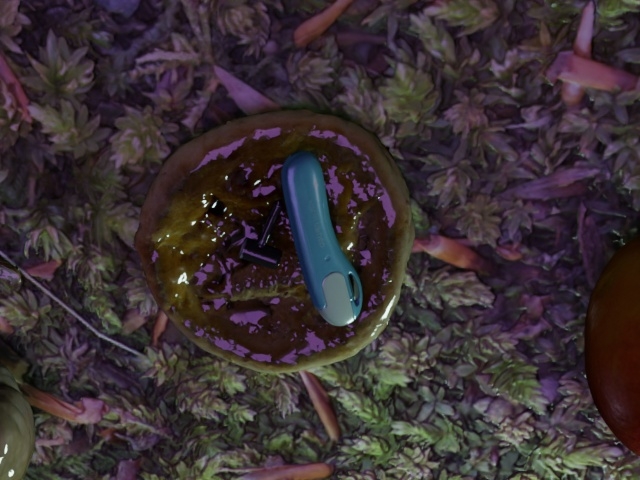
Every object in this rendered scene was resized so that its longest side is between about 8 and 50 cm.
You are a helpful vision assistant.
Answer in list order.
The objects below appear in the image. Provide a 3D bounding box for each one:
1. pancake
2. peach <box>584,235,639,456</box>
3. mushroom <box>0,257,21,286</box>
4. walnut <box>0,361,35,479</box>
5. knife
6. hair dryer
[{"bbox_3d":[-0.054,0.011,1.486,0.356,0.065,0.356,1,118,3],"label":"pancake"},{"bbox_3d":[0.411,0.119,1.403,0.238,0.281,0.281,-25,118,-31],"label":"peach"},{"bbox_3d":[-0.423,0.037,1.557,0.101,0.019,0.049,9,116,2],"label":"mushroom"},{"bbox_3d":[-0.481,0.254,1.547,0.248,0.248,0.248,2,115,4],"label":"walnut"},{"bbox_3d":[0.000,0.000,1.432,0.064,0.031,0.222,-23,114,-15],"label":"knife"},{"bbox_3d":[-0.059,-0.010,1.430,0.047,0.026,0.083,19,110,-11],"label":"hair dryer"}]
